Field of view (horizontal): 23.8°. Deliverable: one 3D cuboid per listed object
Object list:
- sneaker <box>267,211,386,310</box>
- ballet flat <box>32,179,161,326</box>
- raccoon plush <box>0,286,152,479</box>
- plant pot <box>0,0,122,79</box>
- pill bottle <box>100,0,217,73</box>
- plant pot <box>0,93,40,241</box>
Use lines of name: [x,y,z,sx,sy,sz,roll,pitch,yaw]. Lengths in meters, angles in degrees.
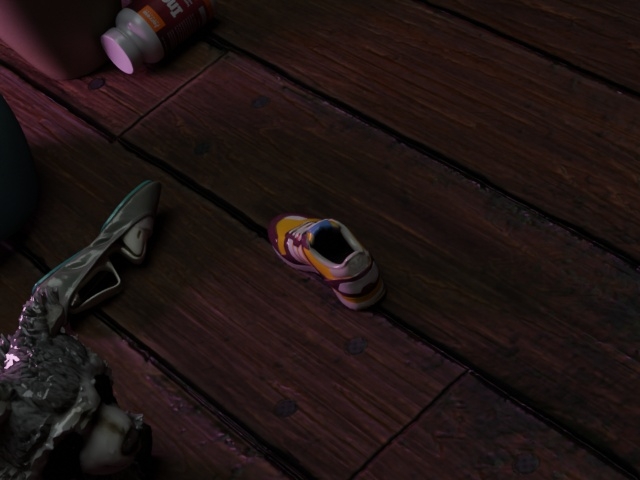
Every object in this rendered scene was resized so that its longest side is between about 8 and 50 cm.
sneaker: [0.000,0.000,1.664,0.069,0.084,0.185,-40,45,-18]
ballet flat: [-0.244,0.019,1.779,0.068,0.072,0.213,38,68,15]
raccoon plush: [-0.361,0.208,1.452,0.446,0.299,0.216,-10,44,15]
plant pot: [-0.378,-0.360,2.054,0.256,0.274,0.256,-12,44,11]
pill bottle: [-0.220,-0.296,2.060,0.152,0.086,0.086,-43,46,-20]
plant pot: [-0.499,-0.131,1.867,0.290,0.195,0.290,1,34,-1]
